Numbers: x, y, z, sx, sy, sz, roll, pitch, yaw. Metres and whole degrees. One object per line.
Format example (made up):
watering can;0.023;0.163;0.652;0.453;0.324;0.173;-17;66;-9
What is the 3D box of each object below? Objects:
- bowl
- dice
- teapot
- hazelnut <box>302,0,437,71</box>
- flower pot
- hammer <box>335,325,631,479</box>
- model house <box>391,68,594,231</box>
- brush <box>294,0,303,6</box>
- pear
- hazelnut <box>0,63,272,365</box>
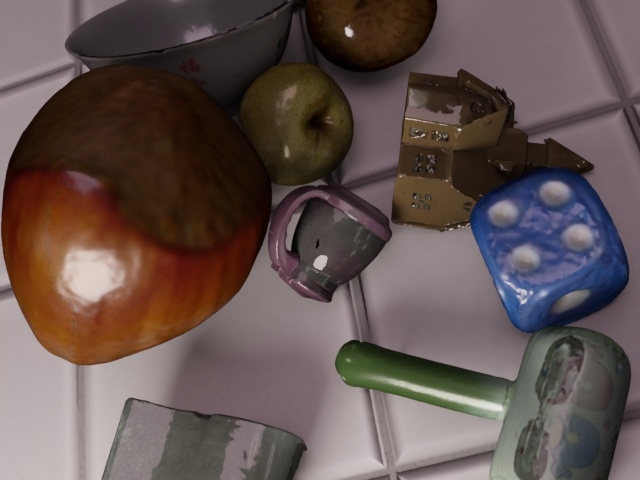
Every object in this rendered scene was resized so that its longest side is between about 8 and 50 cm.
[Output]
bowl;-0.180;-0.264;1.278;0.345;0.157;0.345;-10;30;6
dice;0.263;0.012;1.013;0.146;0.143;0.146;-22;58;7
teapot;0.008;0.005;1.110;0.116;0.148;0.146;33;90;21
hazelnut;0.064;-0.342;1.263;0.208;0.208;0.208;-8;61;15
flower pot;-0.136;0.266;1.039;0.229;0.103;0.108;7;66;21
hammer;0.164;0.175;0.989;0.335;0.119;0.206;11;66;31
model house;0.223;-0.119;1.105;0.248;0.176;0.181;6;64;4
brush;-0.159;-0.375;1.435;0.299;0.039;0.042;-8;57;19
pear;-0.035;-0.159;1.197;0.136;0.167;0.167;12;65;53
hazelnut;-0.229;-0.028;1.083;0.365;0.366;0.366;-8;61;15
